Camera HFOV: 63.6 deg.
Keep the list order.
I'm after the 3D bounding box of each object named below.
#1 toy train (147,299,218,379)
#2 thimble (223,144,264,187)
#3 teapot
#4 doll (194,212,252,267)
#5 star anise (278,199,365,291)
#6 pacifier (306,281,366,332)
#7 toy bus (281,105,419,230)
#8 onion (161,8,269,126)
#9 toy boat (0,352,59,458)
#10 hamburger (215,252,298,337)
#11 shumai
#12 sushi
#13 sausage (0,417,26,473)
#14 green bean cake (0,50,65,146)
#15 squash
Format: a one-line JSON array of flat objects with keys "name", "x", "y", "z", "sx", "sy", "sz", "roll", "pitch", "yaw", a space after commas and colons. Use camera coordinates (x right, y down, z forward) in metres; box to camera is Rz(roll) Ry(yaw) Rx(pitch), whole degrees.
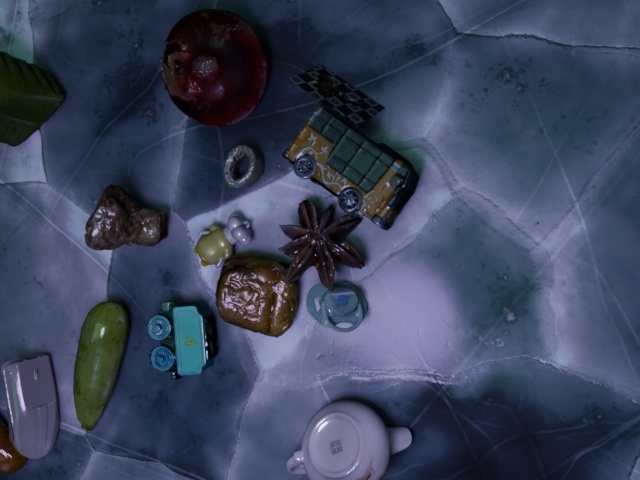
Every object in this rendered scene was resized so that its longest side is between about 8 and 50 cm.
[{"name": "toy train", "x": -0.338, "y": 0.246, "z": 1.285, "sx": 0.154, "sy": 0.107, "sz": 0.198, "roll": -6, "pitch": 88, "yaw": 9}, {"name": "thimble", "x": -0.189, "y": -0.176, "z": 1.257, "sx": 0.084, "sy": 0.062, "sz": 0.110, "roll": 37, "pitch": 100, "yaw": 14}, {"name": "teapot", "x": 0.049, "y": 0.467, "z": 1.154, "sx": 0.298, "sy": 0.139, "sz": 0.204, "roll": -19, "pitch": 58, "yaw": 19}, {"name": "doll", "x": -0.238, "y": 0.000, "z": 1.273, "sx": 0.162, "sy": 0.062, "sz": 0.106, "roll": -33, "pitch": 78, "yaw": 16}, {"name": "star anise", "x": 0.000, "y": 0.000, "z": 1.168, "sx": 0.229, "sy": 0.093, "sz": 0.236, "roll": -23, "pitch": 67, "yaw": -15}, {"name": "pacifier", "x": 0.031, "y": 0.162, "z": 1.176, "sx": 0.117, "sy": 0.150, "sz": 0.127, "roll": -55, "pitch": 51, "yaw": 48}, {"name": "toy bus", "x": 0.074, "y": -0.156, "z": 1.141, "sx": 0.275, "sy": 0.138, "sz": 0.167, "roll": 39, "pitch": 99, "yaw": 15}, {"name": "onion", "x": -0.261, "y": -0.403, "z": 1.212, "sx": 0.271, "sy": 0.195, "sz": 0.272, "roll": 2, "pitch": 102, "yaw": 9}, {"name": "toy boat", "x": -0.799, "y": 0.450, "z": 1.410, "sx": 0.140, "sy": 0.141, "sz": 0.270, "roll": 2, "pitch": 93, "yaw": 17}, {"name": "hamburger", "x": -0.155, "y": 0.129, "z": 1.217, "sx": 0.206, "sy": 0.130, "sz": 0.183, "roll": 12, "pitch": 96, "yaw": 14}, {"name": "shumai", "x": -0.477, "y": -0.037, "z": 1.293, "sx": 0.175, "sy": 0.206, "sz": 0.166, "roll": 23, "pitch": 103, "yaw": -6}, {"name": "sushi", "x": 0.037, "y": -0.318, "z": 1.169, "sx": 0.201, "sy": 0.139, "sz": 0.031, "roll": 38, "pitch": 134, "yaw": 14}, {"name": "sausage", "x": -0.940, "y": 0.545, "z": 1.468, "sx": 0.270, "sy": 0.109, "sz": 0.109, "roll": 45, "pitch": 102, "yaw": 9}, {"name": "green bean cake", "x": -0.835, "y": -0.373, "z": 1.354, "sx": 0.222, "sy": 0.248, "sz": 0.125, "roll": -39, "pitch": 79, "yaw": 10}, {"name": "squash", "x": -0.588, "y": 0.336, "z": 1.354, "sx": 0.118, "sy": 0.118, "sz": 0.371, "roll": 18, "pitch": 97, "yaw": 16}]
